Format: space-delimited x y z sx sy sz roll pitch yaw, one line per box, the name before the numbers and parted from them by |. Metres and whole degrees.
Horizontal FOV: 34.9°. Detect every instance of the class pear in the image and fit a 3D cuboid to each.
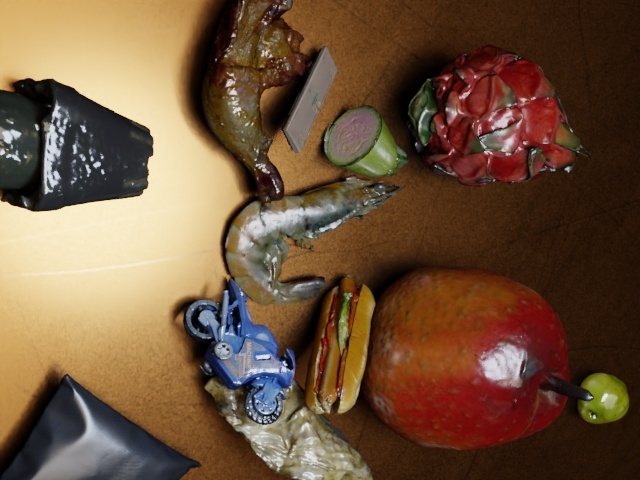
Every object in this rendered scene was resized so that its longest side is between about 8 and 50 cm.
pear | 0.500 0.283 1.797 0.092 0.092 0.097 45 76 -25

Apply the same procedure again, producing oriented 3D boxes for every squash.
squash | 0.082 -0.128 1.526 0.132 0.105 0.105 36 80 -45

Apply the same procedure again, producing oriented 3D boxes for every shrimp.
shrimp | 0.000 0.000 1.513 0.296 0.058 0.169 -16 109 -20

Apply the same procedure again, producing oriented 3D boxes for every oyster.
oyster | -0.025 0.299 1.502 0.110 0.166 0.341 -44 98 -6

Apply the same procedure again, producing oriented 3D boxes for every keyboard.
keyboard | -0.015 -0.202 1.455 0.055 0.017 0.166 59 45 -45

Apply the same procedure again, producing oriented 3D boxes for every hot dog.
hot dog | 0.027 0.146 1.486 0.062 0.092 0.236 51 36 -41

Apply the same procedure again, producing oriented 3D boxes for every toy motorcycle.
toy motorcycle | -0.103 0.157 1.430 0.114 0.076 0.205 -32 79 -31

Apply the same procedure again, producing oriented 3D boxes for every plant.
plant | -0.338 -0.116 1.270 0.256 0.141 0.164 9 93 -40

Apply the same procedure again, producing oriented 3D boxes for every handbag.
handbag | -0.311 0.333 1.379 0.254 0.088 0.211 42 76 -30

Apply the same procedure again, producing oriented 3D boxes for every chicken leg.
chicken leg | -0.089 -0.218 1.416 0.177 0.083 0.323 17 82 -42

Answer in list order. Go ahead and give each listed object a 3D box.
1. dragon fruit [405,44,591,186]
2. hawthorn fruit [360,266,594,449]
dragon fruit | 0.272 -0.168 1.538 0.293 0.234 0.234 25 86 -24
hawthorn fruit | 0.239 0.187 1.499 0.284 0.368 0.285 -16 112 -44
